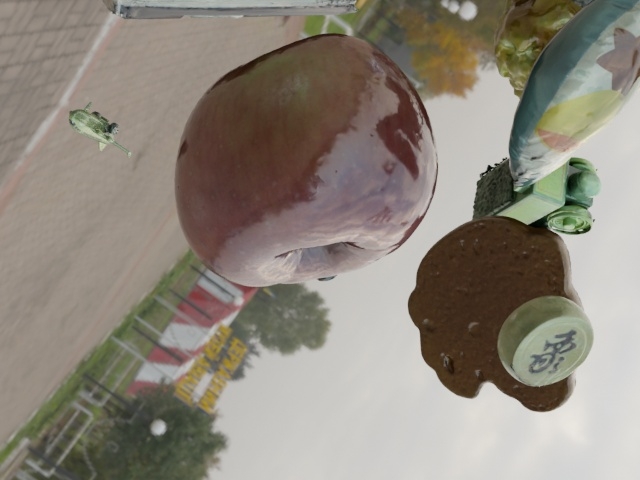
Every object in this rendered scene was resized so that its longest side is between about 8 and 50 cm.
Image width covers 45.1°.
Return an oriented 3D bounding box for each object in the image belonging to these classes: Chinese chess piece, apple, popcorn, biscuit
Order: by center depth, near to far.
[{"bbox_3d":[-0.021,-0.084,0.866,0.305,0.235,0.306,-12,162,-4],"label":"apple"},{"bbox_3d":[0.336,0.151,1.149,0.144,0.144,0.058,-53,-147,17],"label":"Chinese chess piece"},{"bbox_3d":[0.454,-0.367,1.398,0.335,0.274,0.279,-68,170,-68],"label":"popcorn"},{"bbox_3d":[0.340,0.149,1.458,0.359,0.381,0.074,-33,175,33],"label":"biscuit"}]

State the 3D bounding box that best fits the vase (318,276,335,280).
[{"bbox_3d":[0.000,0.000,1.596,0.059,0.059,0.167,-58,147,-53],"label":"vase"}]

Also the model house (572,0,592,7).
[{"bbox_3d":[0.491,-0.387,0.920,0.243,0.298,0.284,-62,-173,-21],"label":"model house"}]

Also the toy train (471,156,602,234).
[{"bbox_3d":[0.431,-0.085,1.548,0.271,0.188,0.159,141,-35,-62],"label":"toy train"}]

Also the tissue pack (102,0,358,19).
[{"bbox_3d":[-0.154,-0.503,1.264,0.264,0.416,0.253,-129,-141,-54],"label":"tissue pack"}]

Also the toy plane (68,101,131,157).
[{"bbox_3d":[-0.282,-0.142,0.962,0.040,0.102,0.111,-58,166,-9],"label":"toy plane"}]

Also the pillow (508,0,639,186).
[{"bbox_3d":[0.269,-0.161,0.738,0.233,0.086,0.214,-42,162,-27],"label":"pillow"}]
